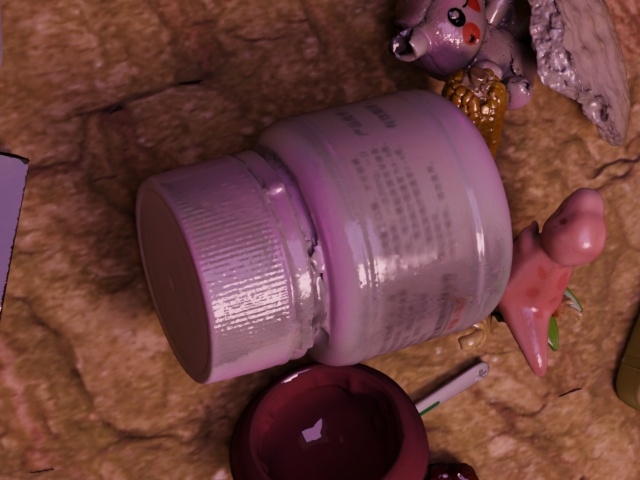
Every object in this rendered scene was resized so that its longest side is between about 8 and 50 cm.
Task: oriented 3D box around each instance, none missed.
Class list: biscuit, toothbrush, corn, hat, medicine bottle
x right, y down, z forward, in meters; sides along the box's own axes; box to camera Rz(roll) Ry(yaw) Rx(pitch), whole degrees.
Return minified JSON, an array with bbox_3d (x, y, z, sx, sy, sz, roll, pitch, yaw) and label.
[{"bbox_3d":[0.267,-0.216,1.546,0.265,0.040,0.188,62,36,-20],"label":"biscuit"},{"bbox_3d":[0.052,0.200,1.546,0.304,0.030,0.030,-28,103,-19],"label":"toothbrush"},{"bbox_3d":[0.145,-0.093,1.490,0.068,0.068,0.207,-18,142,-19],"label":"corn"},{"bbox_3d":[0.009,0.211,1.462,0.205,0.205,0.089,-33,143,-16],"label":"hat"},{"bbox_3d":[0.000,0.000,1.395,0.302,0.241,0.241,-15,99,-20],"label":"medicine bottle"}]

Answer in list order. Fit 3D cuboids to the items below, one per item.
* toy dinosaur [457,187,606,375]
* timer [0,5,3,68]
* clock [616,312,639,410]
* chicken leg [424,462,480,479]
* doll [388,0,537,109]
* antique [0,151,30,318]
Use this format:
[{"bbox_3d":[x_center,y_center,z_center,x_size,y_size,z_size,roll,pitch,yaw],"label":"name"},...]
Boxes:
[{"bbox_3d":[0.236,0.044,1.526,0.152,0.177,0.194,22,87,-20],"label":"toy dinosaur"},{"bbox_3d":[-0.402,-0.222,1.305,0.237,0.087,0.262,-4,94,-21],"label":"timer"},{"bbox_3d":[0.456,0.144,1.677,0.232,0.069,0.170,25,84,-22],"label":"clock"},{"bbox_3d":[0.045,0.344,1.531,0.177,0.083,0.322,44,76,-9],"label":"chicken leg"},{"bbox_3d":[0.147,-0.209,1.518,0.192,0.095,0.149,32,52,-23],"label":"doll"},{"bbox_3d":[-0.328,0.024,1.356,0.080,0.081,0.221,9,91,-20],"label":"antique"}]
